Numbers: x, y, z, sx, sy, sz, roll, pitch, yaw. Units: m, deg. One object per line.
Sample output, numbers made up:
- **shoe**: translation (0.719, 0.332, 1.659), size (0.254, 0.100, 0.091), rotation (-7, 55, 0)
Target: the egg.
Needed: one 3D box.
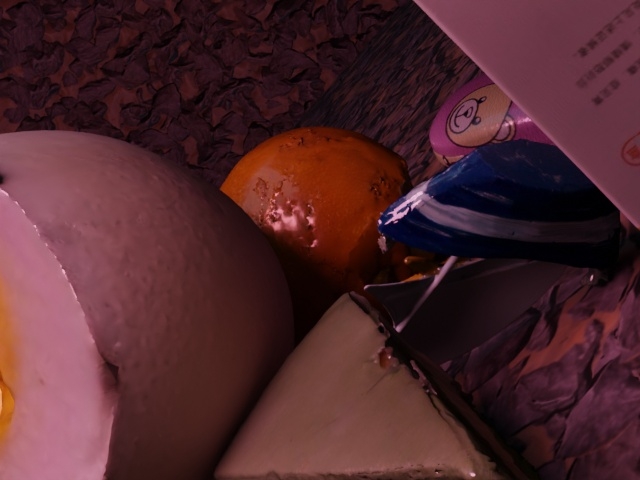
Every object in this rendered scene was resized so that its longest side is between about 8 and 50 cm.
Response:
- **egg**: translation (-0.178, 0.083, 0.790), size (0.354, 0.355, 0.340), rotation (-40, -15, 31)

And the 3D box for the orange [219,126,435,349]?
- **orange**: translation (0.000, 0.000, 1.001), size (0.240, 0.240, 0.240), rotation (-44, 14, 14)

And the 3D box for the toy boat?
- **toy boat**: translation (0.105, 0.053, 0.733), size (0.291, 0.220, 0.067), rotation (-63, 37, 36)

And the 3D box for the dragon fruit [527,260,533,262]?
- **dragon fruit**: translation (0.203, -0.052, 0.854), size (0.190, 0.094, 0.094), rotation (-42, 11, -18)

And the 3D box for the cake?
- **cake**: translation (0.045, 0.170, 0.568), size (0.172, 0.158, 0.283), rotation (-48, 16, 1)

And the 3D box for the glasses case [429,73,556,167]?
- **glasses case**: translation (0.234, -0.113, 0.756), size (0.316, 0.076, 0.123), rotation (-6, 33, 36)

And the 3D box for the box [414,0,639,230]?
- **box**: translation (0.213, -0.125, 0.542), size (0.200, 0.299, 0.106), rotation (-42, 14, 22)
